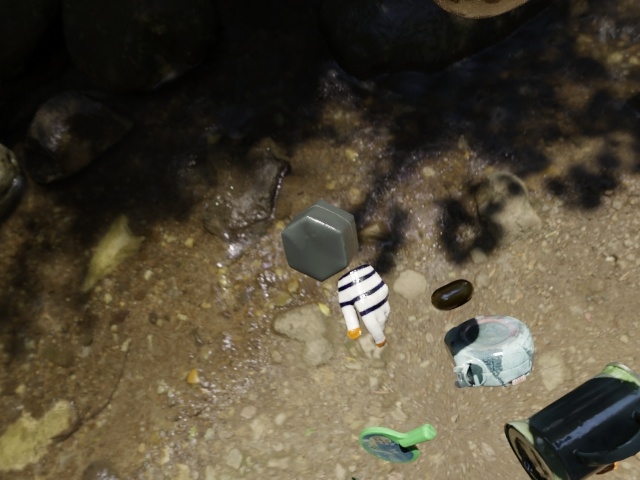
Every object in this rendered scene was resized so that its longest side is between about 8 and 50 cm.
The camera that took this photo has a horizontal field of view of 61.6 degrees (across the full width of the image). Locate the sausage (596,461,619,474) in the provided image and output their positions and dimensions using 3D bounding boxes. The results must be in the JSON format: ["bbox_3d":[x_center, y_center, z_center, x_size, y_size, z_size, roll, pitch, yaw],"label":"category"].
[{"bbox_3d":[0.780,0.605,1.623,0.133,0.258,0.133,-1,94,-18],"label":"sausage"}]

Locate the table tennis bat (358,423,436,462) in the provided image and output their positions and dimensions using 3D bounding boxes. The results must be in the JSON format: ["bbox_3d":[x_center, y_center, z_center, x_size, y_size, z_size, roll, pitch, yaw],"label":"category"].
[{"bbox_3d":[0.205,0.527,1.399,0.160,0.257,0.039,36,45,-11],"label":"table tennis bat"}]

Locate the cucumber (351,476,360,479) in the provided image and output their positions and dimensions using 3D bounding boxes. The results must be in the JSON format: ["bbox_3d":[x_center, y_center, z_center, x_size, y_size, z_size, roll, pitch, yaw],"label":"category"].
[{"bbox_3d":[0.118,0.745,1.508,0.062,0.115,0.117,16,83,-17],"label":"cucumber"}]

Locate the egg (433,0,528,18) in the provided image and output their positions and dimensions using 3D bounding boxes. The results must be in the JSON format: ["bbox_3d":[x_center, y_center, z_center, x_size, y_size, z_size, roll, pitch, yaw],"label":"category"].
[{"bbox_3d":[0.245,-0.455,0.743,0.249,0.322,0.250,0,70,-1],"label":"egg"}]

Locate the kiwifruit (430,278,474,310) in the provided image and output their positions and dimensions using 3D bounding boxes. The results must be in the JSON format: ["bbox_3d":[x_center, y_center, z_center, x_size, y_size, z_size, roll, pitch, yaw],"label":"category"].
[{"bbox_3d":[0.357,0.149,1.454,0.124,0.075,0.075,-20,67,-8],"label":"kiwifruit"}]

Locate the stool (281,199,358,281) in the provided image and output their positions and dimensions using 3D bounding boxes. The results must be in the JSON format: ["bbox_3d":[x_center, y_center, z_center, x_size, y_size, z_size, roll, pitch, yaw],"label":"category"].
[{"bbox_3d":[0.000,0.000,1.659,0.232,0.232,0.141,9,32,17],"label":"stool"}]

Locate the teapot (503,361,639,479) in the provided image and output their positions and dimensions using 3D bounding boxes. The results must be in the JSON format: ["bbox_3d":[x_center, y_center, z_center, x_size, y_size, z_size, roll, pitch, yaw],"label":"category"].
[{"bbox_3d":[0.629,0.429,1.223,0.336,0.270,0.200,-29,85,-8],"label":"teapot"}]

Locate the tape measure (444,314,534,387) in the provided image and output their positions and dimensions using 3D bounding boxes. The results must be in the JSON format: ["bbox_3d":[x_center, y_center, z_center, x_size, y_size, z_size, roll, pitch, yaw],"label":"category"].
[{"bbox_3d":[0.529,0.349,1.693,0.274,0.256,0.147,-13,109,4],"label":"tape measure"}]

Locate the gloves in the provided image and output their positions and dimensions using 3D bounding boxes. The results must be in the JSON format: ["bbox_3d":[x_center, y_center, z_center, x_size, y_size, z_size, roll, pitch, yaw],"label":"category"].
[{"bbox_3d":[0.138,0.187,1.498,0.131,0.140,0.219,-42,70,42],"label":"gloves"}]
